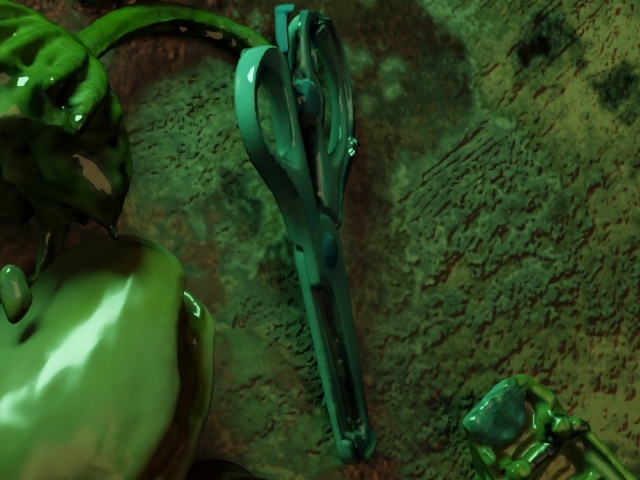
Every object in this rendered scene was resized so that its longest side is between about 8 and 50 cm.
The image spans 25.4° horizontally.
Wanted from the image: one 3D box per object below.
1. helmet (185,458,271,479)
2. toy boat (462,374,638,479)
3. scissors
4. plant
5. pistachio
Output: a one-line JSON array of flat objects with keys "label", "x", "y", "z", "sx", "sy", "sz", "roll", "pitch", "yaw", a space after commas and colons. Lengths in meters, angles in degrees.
[{"label": "helmet", "x": -0.087, "y": 0.207, "z": 1.137, "sx": 0.111, "sy": 0.057, "sz": 0.089, "roll": 4, "pitch": 119, "yaw": -35}, {"label": "toy boat", "x": 0.230, "y": 0.244, "z": 1.256, "sx": 0.276, "sy": 0.084, "sz": 0.111, "roll": 47, "pitch": 66, "yaw": 2}, {"label": "scissors", "x": -0.001, "y": 0.000, "z": 1.183, "sx": 0.180, "sy": 0.032, "sz": 0.393, "roll": -28, "pitch": 111, "yaw": -58}, {"label": "plant", "x": -0.206, "y": -0.115, "z": 1.105, "sx": 0.251, "sy": 0.180, "sz": 0.333, "roll": 42, "pitch": 30, "yaw": 0}, {"label": "pistachio", "x": -0.189, "y": 0.131, "z": 1.046, "sx": 0.288, "sy": 0.197, "sz": 0.166, "roll": -60, "pitch": 154, "yaw": -31}]
